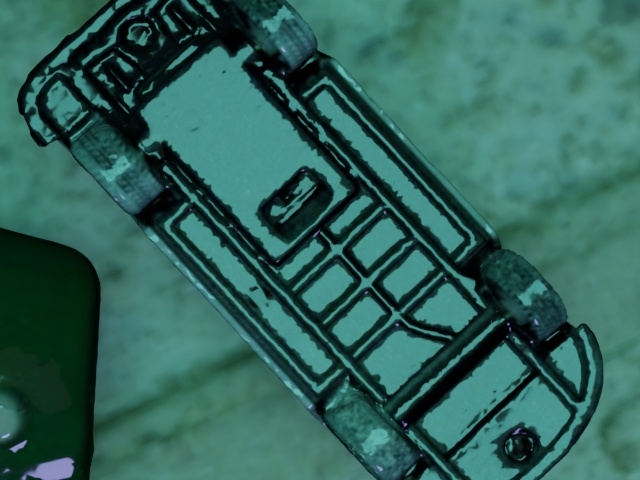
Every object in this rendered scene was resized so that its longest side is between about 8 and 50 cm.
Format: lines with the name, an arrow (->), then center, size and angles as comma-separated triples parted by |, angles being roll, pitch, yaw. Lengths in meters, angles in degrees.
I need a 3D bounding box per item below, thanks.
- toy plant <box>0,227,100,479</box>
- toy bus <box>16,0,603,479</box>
toy plant -> -0.191, 0.044, 0.516 | 0.243, 0.112, 0.232 | 29, 83, -7
toy bus -> 0.000, 0.000, 0.535 | 0.087, 0.089, 0.194 | -43, 91, -4
